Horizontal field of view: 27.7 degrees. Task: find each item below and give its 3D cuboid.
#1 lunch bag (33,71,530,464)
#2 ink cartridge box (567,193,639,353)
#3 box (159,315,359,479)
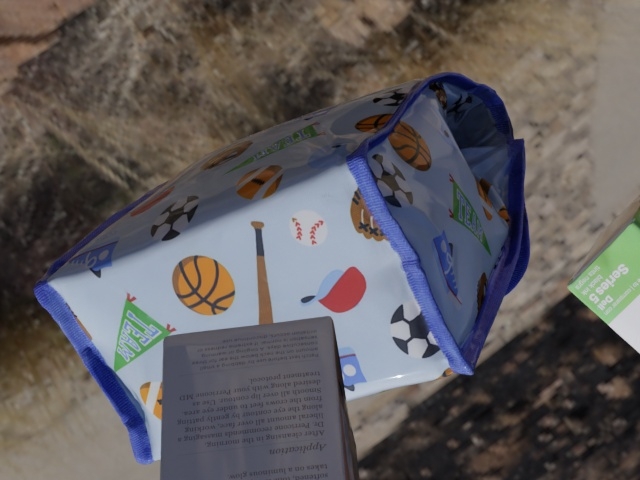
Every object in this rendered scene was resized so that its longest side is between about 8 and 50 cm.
[{"bbox_3d":[0.000,0.000,1.159,0.328,0.239,0.385,-18,-162,24],"label":"lunch bag"},{"bbox_3d":[0.426,0.077,1.433,0.115,0.273,0.198,-50,174,28],"label":"ink cartridge box"},{"bbox_3d":[-0.025,0.147,0.655,0.091,0.170,0.130,-7,139,2],"label":"box"}]
